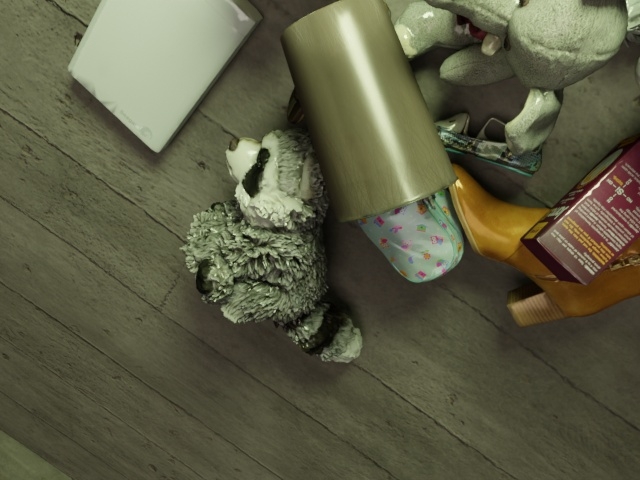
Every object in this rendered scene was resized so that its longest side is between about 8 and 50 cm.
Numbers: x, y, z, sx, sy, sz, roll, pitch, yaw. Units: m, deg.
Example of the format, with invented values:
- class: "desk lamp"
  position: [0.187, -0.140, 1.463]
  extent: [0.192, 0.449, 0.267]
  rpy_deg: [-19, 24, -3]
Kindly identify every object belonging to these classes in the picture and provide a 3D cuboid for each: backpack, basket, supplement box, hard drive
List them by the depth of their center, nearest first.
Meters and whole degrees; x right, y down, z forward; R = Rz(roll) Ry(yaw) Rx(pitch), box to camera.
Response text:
- class: "basket"
  position: [0.051, -0.154, 0.694]
  extent: [0.154, 0.204, 0.227]
  rpy_deg: [-20, 96, 2]
- class: "supplement box"
  position: [0.349, -0.039, 0.717]
  extent: [0.188, 0.104, 0.081]
  rpy_deg: [-45, 85, 5]
- class: "backpack"
  position: [0.134, -0.029, 0.868]
  extent: [0.152, 0.115, 0.182]
  rpy_deg: [-33, 100, 39]
- class: "hard drive"
  position: [-0.251, -0.302, 0.903]
  extent: [0.203, 0.040, 0.307]
  rpy_deg: [44, 128, -9]

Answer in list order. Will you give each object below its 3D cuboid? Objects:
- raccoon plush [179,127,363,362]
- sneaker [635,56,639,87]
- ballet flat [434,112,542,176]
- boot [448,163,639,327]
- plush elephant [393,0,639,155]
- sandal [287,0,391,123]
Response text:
- class: "raccoon plush"
  position: [0.000, 0.000, 0.956]
  extent: [0.299, 0.216, 0.446]
  rpy_deg: [-35, 134, 25]
- class: "sneaker"
  position: [0.456, -0.111, 0.656]
  extent: [0.290, 0.106, 0.123]
  rpy_deg: [22, 135, -10]
- class: "ballet flat"
  position: [0.212, -0.142, 0.804]
  extent: [0.188, 0.070, 0.070]
  rpy_deg: [17, 127, 10]
- class: "boot"
  position: [0.324, -0.022, 0.818]
  extent: [0.211, 0.104, 0.295]
  rpy_deg: [-27, 105, 24]
- class: "plush elephant"
  position: [0.209, -0.247, 0.598]
  extent: [0.330, 0.255, 0.272]
  rpy_deg: [23, 128, 8]
- class: "sandal"
  position: [0.028, -0.235, 0.813]
  extent: [0.060, 0.090, 0.219]
  rpy_deg: [30, 125, -27]
